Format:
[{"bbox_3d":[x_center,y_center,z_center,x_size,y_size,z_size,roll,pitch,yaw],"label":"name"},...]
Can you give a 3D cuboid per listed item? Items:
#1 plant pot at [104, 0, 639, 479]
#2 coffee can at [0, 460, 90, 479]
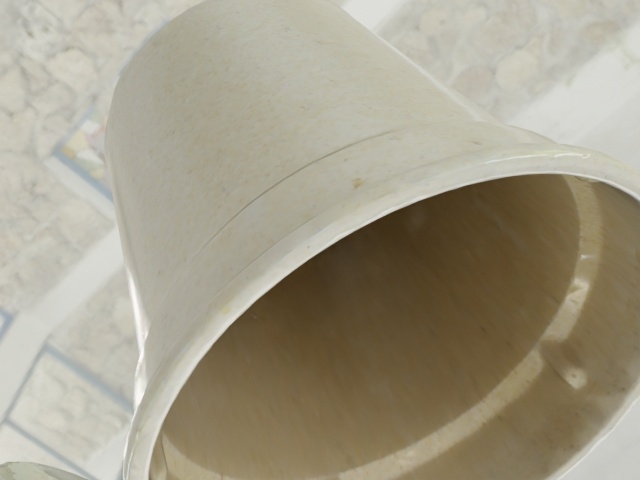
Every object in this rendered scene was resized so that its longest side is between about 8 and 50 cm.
[{"bbox_3d":[0.000,0.000,0.597,0.334,0.334,0.305,-45,-134,13],"label":"plant pot"},{"bbox_3d":[-0.235,0.341,0.705,0.275,0.201,0.201,-59,-160,-3],"label":"coffee can"}]
